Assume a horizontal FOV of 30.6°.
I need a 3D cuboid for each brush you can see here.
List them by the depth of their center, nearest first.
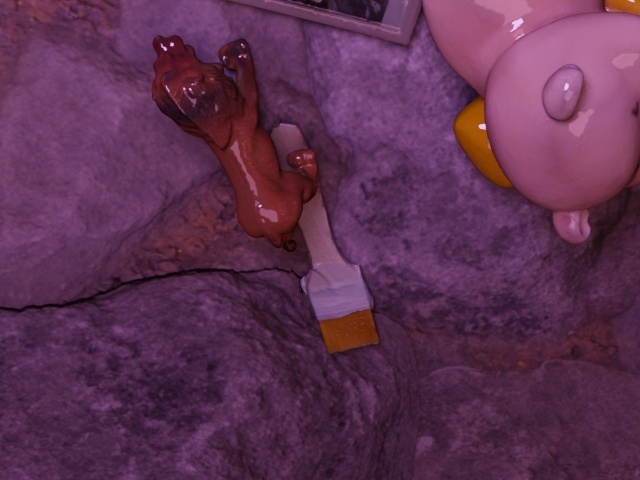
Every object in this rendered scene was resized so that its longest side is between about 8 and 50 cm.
[{"bbox_3d":[0.000,0.000,1.415,0.085,0.020,0.337,-13,123,5],"label":"brush"}]

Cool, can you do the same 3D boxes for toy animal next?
[{"bbox_3d":[0.266,-0.178,1.185,0.277,0.247,0.345,-17,123,4],"label":"toy animal"},{"bbox_3d":[-0.087,-0.093,1.255,0.097,0.157,0.312,-20,113,23],"label":"toy animal"}]

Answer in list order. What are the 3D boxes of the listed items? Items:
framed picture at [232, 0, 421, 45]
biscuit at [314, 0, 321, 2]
[{"bbox_3d":[-0.010,-0.325,1.200,0.281,0.019,0.209,10,122,-10],"label":"framed picture"},{"bbox_3d":[-0.082,-0.340,1.143,0.252,0.052,0.150,20,119,-16],"label":"biscuit"}]
